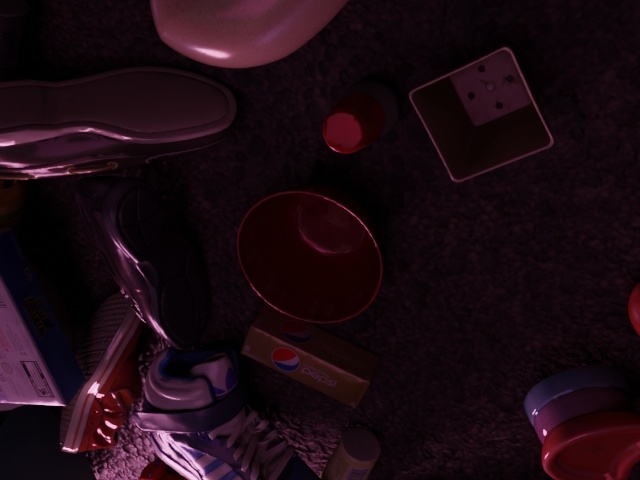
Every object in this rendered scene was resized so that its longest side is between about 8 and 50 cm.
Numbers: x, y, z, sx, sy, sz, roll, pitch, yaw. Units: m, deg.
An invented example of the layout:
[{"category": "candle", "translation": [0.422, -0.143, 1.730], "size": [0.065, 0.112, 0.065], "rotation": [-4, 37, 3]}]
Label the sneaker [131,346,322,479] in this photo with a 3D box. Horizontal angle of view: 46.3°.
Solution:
[{"category": "sneaker", "translation": [-0.123, 0.277, 1.094], "size": [0.322, 0.130, 0.236], "rotation": [25, 132, 19]}]

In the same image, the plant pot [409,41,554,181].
[{"category": "plant pot", "translation": [0.171, -0.142, 0.771], "size": [0.109, 0.096, 0.109], "rotation": [-21, 110, 29]}]

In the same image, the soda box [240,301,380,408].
[{"category": "soda box", "translation": [-0.014, 0.159, 1.041], "size": [0.181, 0.061, 0.058], "rotation": [25, 124, 4]}]

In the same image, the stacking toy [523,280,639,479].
[{"category": "stacking toy", "translation": [0.416, 0.174, 0.901], "size": [0.279, 0.130, 0.309], "rotation": [17, 132, -23]}]

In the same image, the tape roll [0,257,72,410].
[{"category": "tape roll", "translation": [-0.547, 0.133, 1.194], "size": [0.286, 0.100, 0.286], "rotation": [9, 123, 15]}]

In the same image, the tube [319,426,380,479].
[{"category": "tube", "translation": [0.029, 0.381, 1.168], "size": [0.070, 0.062, 0.240], "rotation": [56, 142, 37]}]

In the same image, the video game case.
[{"category": "video game case", "translation": [-0.492, 0.112, 1.060], "size": [0.244, 0.061, 0.270], "rotation": [-3, 121, 20]}]

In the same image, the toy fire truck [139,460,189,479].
[{"category": "toy fire truck", "translation": [-0.228, 0.391, 1.267], "size": [0.192, 0.047, 0.135], "rotation": [1, 119, 20]}]

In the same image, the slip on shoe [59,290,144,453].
[{"category": "slip on shoe", "translation": [-0.324, 0.208, 1.167], "size": [0.101, 0.123, 0.331], "rotation": [9, 123, -27]}]

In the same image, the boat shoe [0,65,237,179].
[{"category": "boat shoe", "translation": [-0.261, -0.132, 0.899], "size": [0.324, 0.117, 0.097], "rotation": [-5, 145, -6]}]

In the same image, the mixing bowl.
[{"category": "mixing bowl", "translation": [0.000, 0.000, 0.917], "size": [0.181, 0.098, 0.182], "rotation": [10, 123, 15]}]

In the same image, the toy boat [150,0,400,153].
[{"category": "toy boat", "translation": [-0.026, -0.234, 0.775], "size": [0.267, 0.148, 0.318], "rotation": [-28, 100, 26]}]

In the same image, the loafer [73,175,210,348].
[{"category": "loafer", "translation": [-0.233, 0.027, 1.005], "size": [0.095, 0.109, 0.303], "rotation": [17, 143, 28]}]

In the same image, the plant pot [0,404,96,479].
[{"category": "plant pot", "translation": [-0.523, 0.410, 1.319], "size": [0.165, 0.166, 0.234], "rotation": [-22, 117, 29]}]

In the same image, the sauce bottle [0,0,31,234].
[{"category": "sauce bottle", "translation": [-0.431, -0.149, 0.973], "size": [0.111, 0.111, 0.344], "rotation": [26, 126, 3]}]
